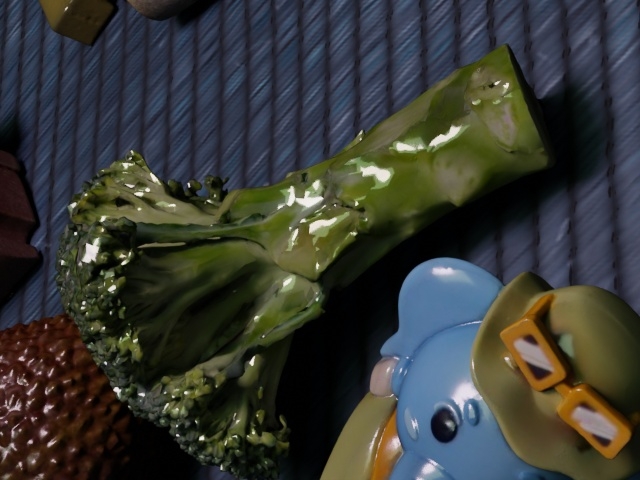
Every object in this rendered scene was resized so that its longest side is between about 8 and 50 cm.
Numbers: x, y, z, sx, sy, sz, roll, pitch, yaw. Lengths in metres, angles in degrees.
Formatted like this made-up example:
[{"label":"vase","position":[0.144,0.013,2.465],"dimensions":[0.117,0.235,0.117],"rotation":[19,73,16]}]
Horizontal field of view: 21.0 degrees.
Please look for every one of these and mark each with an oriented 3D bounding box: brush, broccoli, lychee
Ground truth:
[{"label":"brush","position":[-0.237,-0.289,1.609],"dimensions":[0.103,0.047,0.233],"rotation":[-50,43,19]},{"label":"broccoli","position":[-0.008,0.009,1.156],"dimensions":[0.361,0.221,0.252],"rotation":[-22,23,39]},{"label":"lychee","position":[-0.204,0.145,1.293],"dimensions":[0.194,0.194,0.194],"rotation":[-20,60,40]}]

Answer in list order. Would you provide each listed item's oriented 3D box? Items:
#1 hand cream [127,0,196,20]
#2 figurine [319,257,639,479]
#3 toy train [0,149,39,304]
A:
[{"label":"hand cream","position":[-0.075,-0.254,1.411],"dimensions":[0.203,0.084,0.084],"rotation":[-22,59,31]},{"label":"figurine","position":[0.100,0.131,1.028],"dimensions":[0.180,0.153,0.262],"rotation":[55,131,34]},{"label":"toy train","position":[-0.398,0.004,1.586],"dimensions":[0.304,0.150,0.221],"rotation":[-42,54,24]}]
